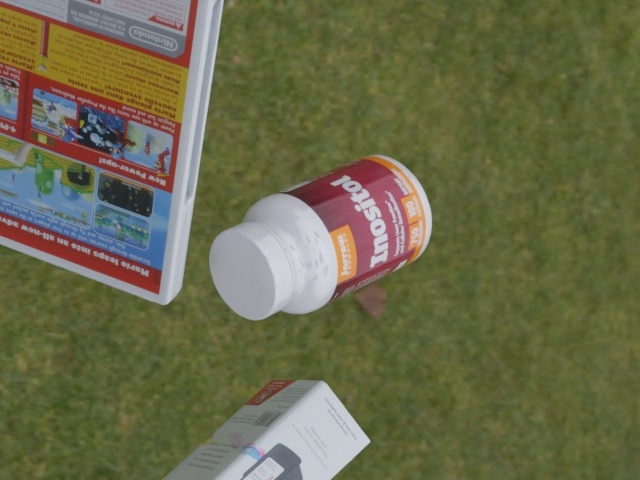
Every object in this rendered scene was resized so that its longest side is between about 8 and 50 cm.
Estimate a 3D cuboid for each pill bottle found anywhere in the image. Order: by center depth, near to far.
[{"bbox_3d":[0.000,0.000,0.994,0.152,0.086,0.086,-25,110,-41],"label":"pill bottle"}]

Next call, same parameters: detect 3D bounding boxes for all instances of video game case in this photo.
[{"bbox_3d":[-0.163,-0.114,0.879,0.025,0.204,0.285,-50,156,-56],"label":"video game case"}]

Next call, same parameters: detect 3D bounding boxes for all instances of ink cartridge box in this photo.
[{"bbox_3d":[-0.062,0.204,1.250,0.175,0.127,0.072,-41,102,-20],"label":"ink cartridge box"}]
